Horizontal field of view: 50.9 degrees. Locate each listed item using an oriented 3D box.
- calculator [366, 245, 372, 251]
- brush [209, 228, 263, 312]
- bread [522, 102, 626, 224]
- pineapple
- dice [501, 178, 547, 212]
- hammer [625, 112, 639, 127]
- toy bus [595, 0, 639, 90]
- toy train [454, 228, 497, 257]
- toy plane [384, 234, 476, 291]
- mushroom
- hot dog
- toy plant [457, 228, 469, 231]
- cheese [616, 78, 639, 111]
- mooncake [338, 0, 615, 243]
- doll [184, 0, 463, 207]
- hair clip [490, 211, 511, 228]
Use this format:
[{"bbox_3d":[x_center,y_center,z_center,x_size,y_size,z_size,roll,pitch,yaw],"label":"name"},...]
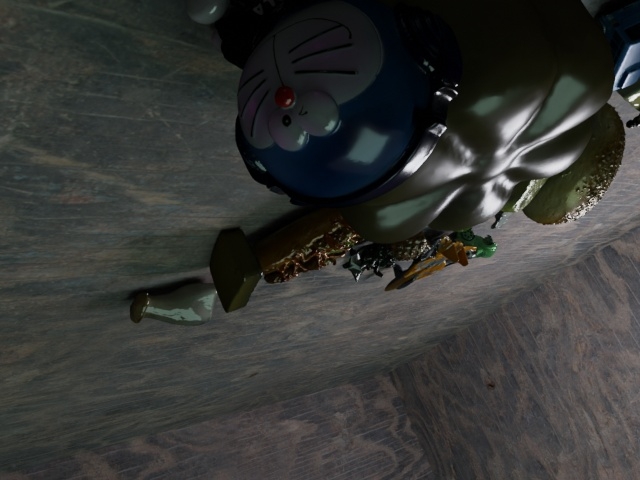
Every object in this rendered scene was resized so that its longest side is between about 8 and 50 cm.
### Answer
[{"bbox_3d":[0.167,0.038,1.929,0.175,0.032,0.100,-14,157,-25],"label":"calculator"},{"bbox_3d":[-0.189,0.067,1.471,0.059,0.123,0.197,-18,160,-27],"label":"brush"},{"bbox_3d":[0.573,-0.169,1.517,0.306,0.158,0.305,-60,175,-8],"label":"bread"},{"bbox_3d":[0.170,0.030,1.808,0.237,0.119,0.111,-28,-174,11],"label":"pineapple"},{"bbox_3d":[0.382,-0.171,1.371,0.169,0.169,0.166,-29,150,-48],"label":"dice"},{"bbox_3d":[0.681,-0.280,1.384,0.065,0.021,0.178,-19,162,6],"label":"hammer"},{"bbox_3d":[0.565,-0.362,1.259,0.090,0.106,0.185,-27,160,1],"label":"toy bus"},{"bbox_3d":[0.478,0.019,2.128,0.099,0.149,0.081,83,30,-66],"label":"toy train"},{"bbox_3d":[0.315,0.075,2.095,0.204,0.103,0.316,17,147,-41],"label":"toy plane"},{"bbox_3d":[-0.336,0.150,1.582,0.225,0.093,0.116,-4,131,-25],"label":"mushroom"},{"bbox_3d":[0.000,0.000,1.506,0.348,0.117,0.158,-28,169,9],"label":"hot dog"},{"bbox_3d":[0.373,-0.074,1.796,0.092,0.093,0.162,-25,163,2],"label":"toy plant"},{"bbox_3d":[0.750,-0.375,1.406,0.242,0.124,0.265,-30,161,33],"label":"cheese"},{"bbox_3d":[0.208,-0.202,1.040,0.467,0.262,0.467,-20,157,-9],"label":"mooncake"},{"bbox_3d":[0.006,-0.190,0.767,0.284,0.310,0.240,-34,160,26],"label":"doll"},{"bbox_3d":[0.582,-0.113,1.962,0.159,0.071,0.218,-13,163,-35],"label":"hair clip"}]
